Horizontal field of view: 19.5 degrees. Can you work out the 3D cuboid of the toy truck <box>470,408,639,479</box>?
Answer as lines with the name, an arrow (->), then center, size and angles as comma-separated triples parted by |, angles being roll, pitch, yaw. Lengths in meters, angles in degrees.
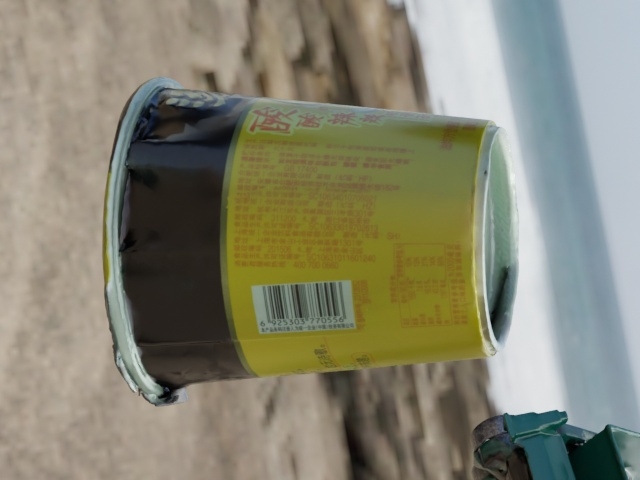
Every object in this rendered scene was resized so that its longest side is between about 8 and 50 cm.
toy truck -> 0.160, 0.186, 1.131 | 0.216, 0.116, 0.110 | 80, -3, -53

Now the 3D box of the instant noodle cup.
instant noodle cup -> 0.000, 0.000, 1.190 | 0.215, 0.236, 0.216 | 1, 90, -75
